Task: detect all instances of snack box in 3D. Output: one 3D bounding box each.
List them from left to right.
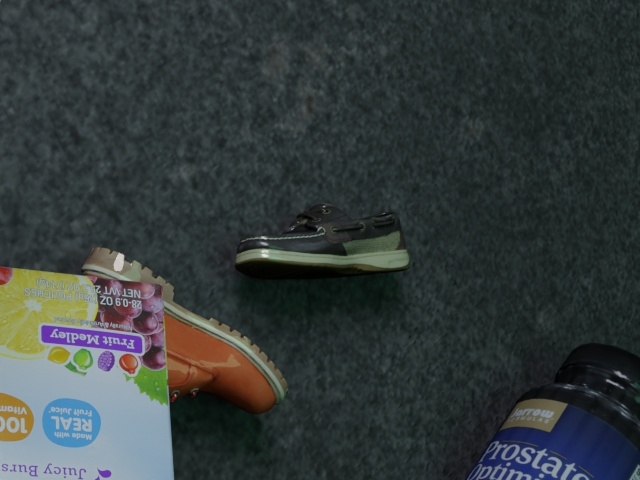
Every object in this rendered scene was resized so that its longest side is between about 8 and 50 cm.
[{"bbox_3d":[-0.165,0.116,0.730,0.174,0.070,0.207,7,58,-23],"label":"snack box"}]

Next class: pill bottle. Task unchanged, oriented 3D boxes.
[{"bbox_3d":[0.173,0.184,1.043,0.123,0.122,0.219,53,56,-23],"label":"pill bottle"}]

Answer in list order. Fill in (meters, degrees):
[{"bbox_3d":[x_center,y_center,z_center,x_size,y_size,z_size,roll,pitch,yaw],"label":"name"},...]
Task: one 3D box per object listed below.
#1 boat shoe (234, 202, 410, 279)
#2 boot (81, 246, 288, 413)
[{"bbox_3d":[0.000,0.000,0.966,0.152,0.056,0.049,2,80,-49],"label":"boat shoe"},{"bbox_3d":[-0.094,0.080,0.879,0.158,0.059,0.085,34,69,-23],"label":"boot"}]
